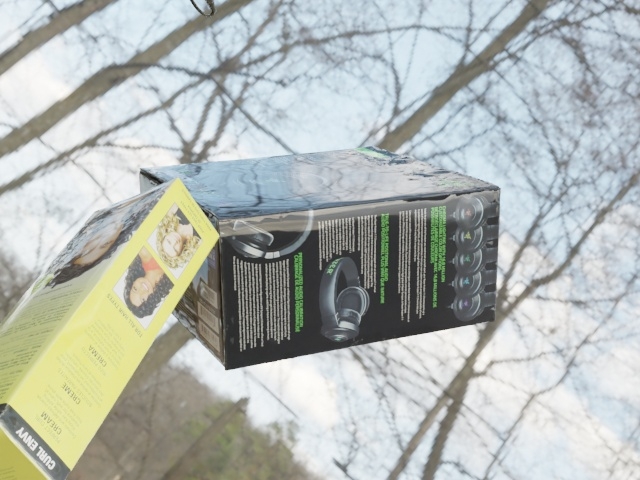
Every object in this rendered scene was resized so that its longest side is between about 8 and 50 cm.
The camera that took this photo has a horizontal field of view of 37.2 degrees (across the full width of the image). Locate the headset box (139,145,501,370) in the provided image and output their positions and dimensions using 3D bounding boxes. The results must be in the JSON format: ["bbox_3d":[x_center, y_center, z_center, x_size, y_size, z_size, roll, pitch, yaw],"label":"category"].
[{"bbox_3d":[0.000,0.000,0.896,0.246,0.283,0.131,-151,-123,-62],"label":"headset box"}]

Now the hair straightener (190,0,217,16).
[{"bbox_3d":[-0.095,-0.357,1.035,0.047,0.230,0.089,8,20,-38],"label":"hair straightener"}]

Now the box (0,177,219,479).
[{"bbox_3d":[-0.149,0.054,0.590,0.087,0.232,0.058,-19,-62,30],"label":"box"}]
